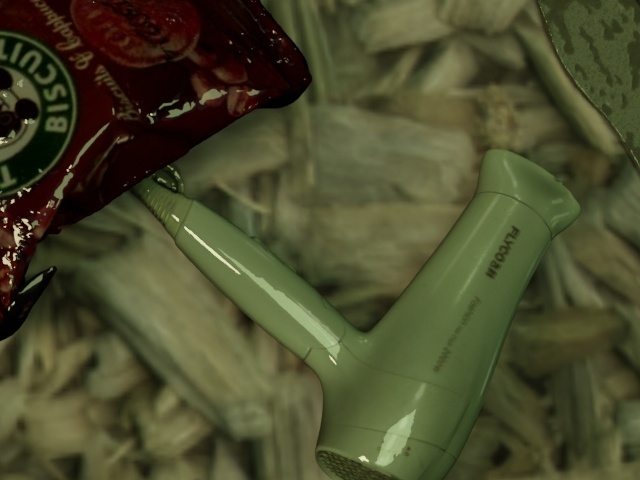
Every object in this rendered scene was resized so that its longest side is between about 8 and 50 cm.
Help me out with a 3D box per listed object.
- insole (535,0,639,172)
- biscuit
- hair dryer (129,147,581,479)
[{"bbox_3d":[0.182,-0.091,0.914,0.065,0.006,0.193,-32,93,-20],"label":"insole"},{"bbox_3d":[-0.126,-0.070,0.778,0.235,0.063,0.151,-39,74,-14],"label":"biscuit"},{"bbox_3d":[0.000,0.000,0.824,0.237,0.075,0.206,31,67,-3],"label":"hair dryer"}]
